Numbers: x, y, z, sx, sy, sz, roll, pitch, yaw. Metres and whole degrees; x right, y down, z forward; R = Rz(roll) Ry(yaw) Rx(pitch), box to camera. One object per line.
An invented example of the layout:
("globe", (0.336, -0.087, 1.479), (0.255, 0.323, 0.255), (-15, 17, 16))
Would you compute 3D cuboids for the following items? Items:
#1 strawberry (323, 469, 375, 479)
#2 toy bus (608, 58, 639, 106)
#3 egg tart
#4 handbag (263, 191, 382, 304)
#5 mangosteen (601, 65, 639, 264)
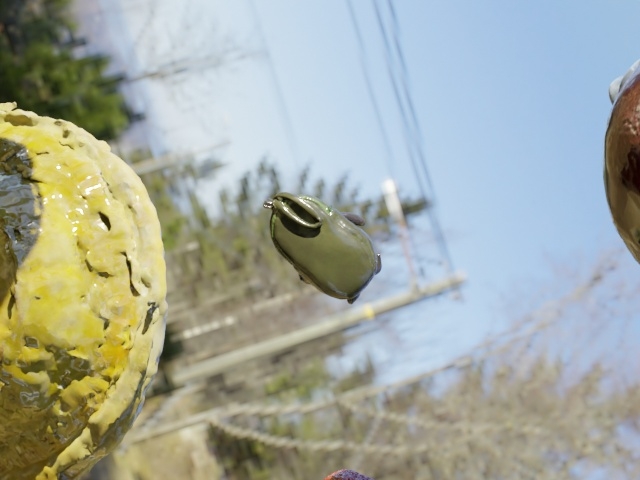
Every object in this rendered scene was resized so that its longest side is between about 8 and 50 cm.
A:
("strawberry", (0.021, 0.231, 1.375), (0.083, 0.073, 0.073), (53, 14, -58))
("toy bus", (0.475, -0.119, 1.727), (0.294, 0.197, 0.231), (19, 44, -40))
("egg tart", (-0.276, 0.046, 1.291), (0.132, 0.341, 0.341), (7, 60, -56))
("handbag", (0.000, 0.000, 1.282), (0.111, 0.072, 0.047), (40, 1, -3))
("mangosteen", (0.330, -0.077, 1.189), (0.235, 0.236, 0.261), (78, 27, -55))
